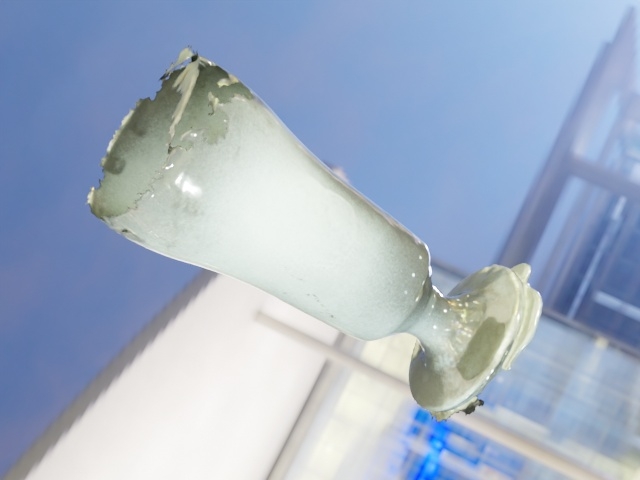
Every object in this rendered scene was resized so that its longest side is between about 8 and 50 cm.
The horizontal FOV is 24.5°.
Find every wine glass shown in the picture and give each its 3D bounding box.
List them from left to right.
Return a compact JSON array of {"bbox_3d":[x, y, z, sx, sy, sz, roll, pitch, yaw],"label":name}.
[{"bbox_3d":[0.000,0.000,0.532,0.072,0.155,0.072,-45,25,28],"label":"wine glass"}]
